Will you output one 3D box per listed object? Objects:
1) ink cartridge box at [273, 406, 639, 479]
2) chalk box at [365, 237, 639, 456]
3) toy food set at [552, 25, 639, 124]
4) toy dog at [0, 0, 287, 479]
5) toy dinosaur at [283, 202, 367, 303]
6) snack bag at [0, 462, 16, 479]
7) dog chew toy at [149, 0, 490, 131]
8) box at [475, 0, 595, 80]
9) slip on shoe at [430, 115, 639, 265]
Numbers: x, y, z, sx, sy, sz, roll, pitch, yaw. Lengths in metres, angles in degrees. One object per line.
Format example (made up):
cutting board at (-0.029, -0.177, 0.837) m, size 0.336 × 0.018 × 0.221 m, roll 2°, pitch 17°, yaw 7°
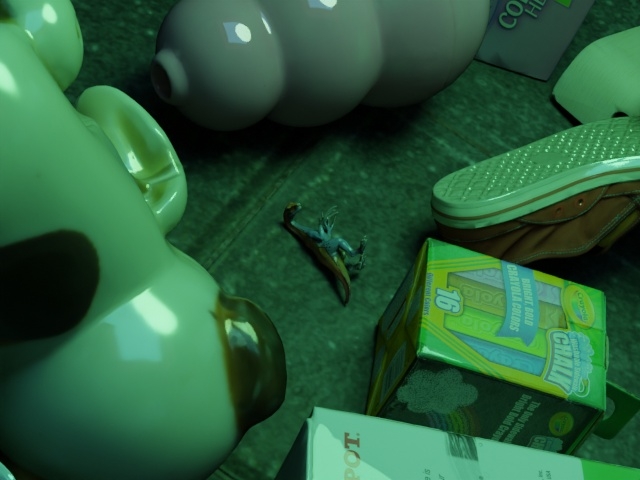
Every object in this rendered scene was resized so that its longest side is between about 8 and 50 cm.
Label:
ink cartridge box at (0.108, 0.263, 1.311) m, size 0.289 × 0.121 × 0.211 m, roll 13°, pitch 48°, yaw -13°
chalk box at (0.161, 0.110, 1.458) m, size 0.213 × 0.132 × 0.132 m, roll 17°, pitch 47°, yaw -11°
toy food set at (0.421, -0.135, 1.821) m, size 0.306 × 0.092 × 0.220 m, roll -20°, pitch 53°, yaw -38°
toy dog at (-0.192, 0.009, 1.243) m, size 0.284 × 0.408 × 0.395 m, roll -39°, pitch 28°, yaw -11°
toy dinosaur at (0.000, 0.000, 1.546) m, size 0.082 × 0.047 × 0.090 m, roll 14°, pitch 56°, yaw 12°
snack bag at (-0.364, 0.172, 1.052) m, size 0.323 × 0.342 × 0.037 m, roll 43°, pitch 11°, yaw 25°
dog chew toy at (-0.007, -0.199, 1.610) m, size 0.332 × 0.206 × 0.206 m, roll -23°, pitch 64°, yaw -27°
box at (0.228, -0.333, 1.803) m, size 0.117 × 0.213 × 0.243 m, roll 17°, pitch 47°, yaw -9°
slip on shoe at (0.255, -0.042, 1.619) m, size 0.331 × 0.101 × 0.123 m, roll -18°, pitch 26°, yaw -20°
